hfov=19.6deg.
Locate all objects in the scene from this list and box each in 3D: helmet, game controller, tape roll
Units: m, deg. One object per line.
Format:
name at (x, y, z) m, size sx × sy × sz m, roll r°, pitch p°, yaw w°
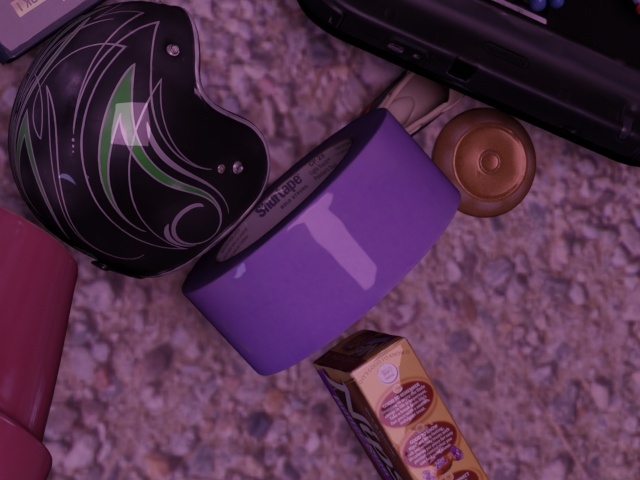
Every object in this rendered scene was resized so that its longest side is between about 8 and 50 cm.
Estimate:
helmet at (-0.130, -0.073, 1.255) m, size 0.169 × 0.169 × 0.161 m, roll -48°, pitch 117°, yaw -9°
game controller at (0.136, -0.173, 1.357) m, size 0.319 × 0.067 × 0.166 m, roll 23°, pitch 51°, yaw -14°
tape roll at (0.000, 0.000, 1.274) m, size 0.189 × 0.189 × 0.080 m, roll -45°, pitch 101°, yaw -10°

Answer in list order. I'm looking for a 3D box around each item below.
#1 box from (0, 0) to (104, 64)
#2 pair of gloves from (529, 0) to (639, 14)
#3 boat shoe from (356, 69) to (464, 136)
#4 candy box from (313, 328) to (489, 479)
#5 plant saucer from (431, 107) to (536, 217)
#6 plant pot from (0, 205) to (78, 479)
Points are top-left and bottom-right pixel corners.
box at (-0.176, -0.260, 1.294) m, size 0.233 × 0.059 × 0.183 m, roll -36°, pitch 98°, yaw -12°
pair of gloves at (0.188, -0.231, 1.362) m, size 0.198 × 0.023 × 0.159 m, roll 3°, pitch 58°, yaw -25°
boat shoe at (0.084, -0.117, 1.369) m, size 0.137 × 0.043 × 0.049 m, roll -40°, pitch 98°, yaw -12°
candy box at (0.073, 0.156, 1.334) m, size 0.053 × 0.109 × 0.186 m, roll -33°, pitch 99°, yaw -11°
plant saucer at (0.125, -0.059, 1.394) m, size 0.083 × 0.015 × 0.083 m, roll 0°, pitch 91°, yaw -14°
plant pot at (-0.253, 0.072, 1.220) m, size 0.201 × 0.201 × 0.180 m, roll 27°, pitch 68°, yaw -13°
